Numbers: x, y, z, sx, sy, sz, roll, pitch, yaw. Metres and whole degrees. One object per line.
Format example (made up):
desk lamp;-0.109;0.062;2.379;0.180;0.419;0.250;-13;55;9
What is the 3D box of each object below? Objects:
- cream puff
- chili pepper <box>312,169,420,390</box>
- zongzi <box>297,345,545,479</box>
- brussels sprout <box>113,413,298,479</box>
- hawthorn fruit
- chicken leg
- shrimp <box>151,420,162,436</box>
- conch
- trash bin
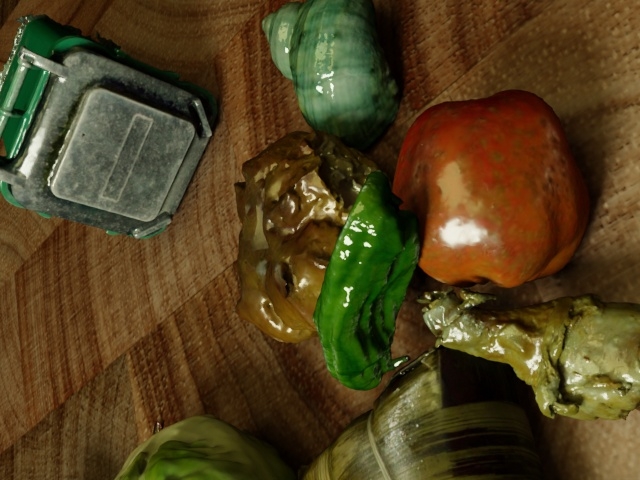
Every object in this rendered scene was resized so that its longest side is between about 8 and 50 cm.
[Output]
cream puff;0.000;0.000;0.849;0.269;0.155;0.240;15;100;62
chili pepper;0.040;0.053;0.681;0.074;0.100;0.256;37;145;23
zongzi;0.077;0.272;0.702;0.288;0.134;0.285;-39;42;35
brussels sprout;-0.133;0.333;0.849;0.259;0.227;0.294;-37;45;15
hawthorn fruit;0.150;-0.045;0.699;0.189;0.189;0.189;-14;70;43
chicken leg;0.186;0.090;0.637;0.228;0.088;0.103;7;87;13
shrimp;-0.212;0.280;1.083;0.114;0.023;0.083;-52;45;27
conch;0.010;-0.213;0.919;0.188;0.122;0.175;59;144;41
trash bin;-0.375;-0.194;1.196;0.381;0.295;0.259;40;108;50
